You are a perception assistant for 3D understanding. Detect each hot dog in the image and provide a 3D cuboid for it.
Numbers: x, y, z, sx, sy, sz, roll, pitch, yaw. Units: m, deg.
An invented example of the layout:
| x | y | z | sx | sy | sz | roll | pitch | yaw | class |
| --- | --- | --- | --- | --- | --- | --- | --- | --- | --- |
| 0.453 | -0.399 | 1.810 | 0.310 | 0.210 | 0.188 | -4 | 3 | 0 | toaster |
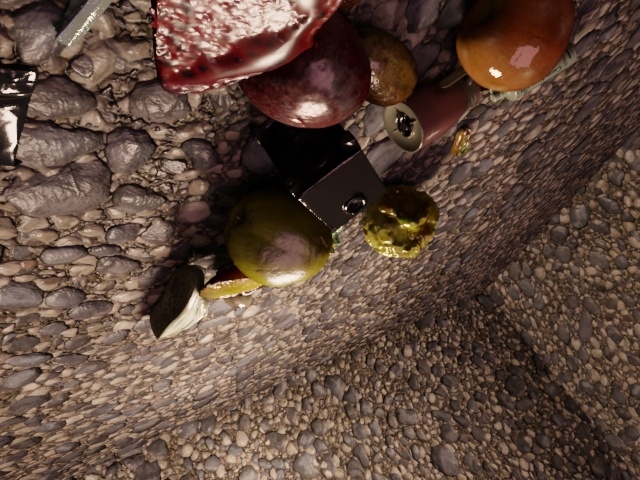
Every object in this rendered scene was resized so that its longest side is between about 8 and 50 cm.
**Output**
| x | y | z | sx | sy | sz | roll | pitch | yaw | class |
| --- | --- | --- | --- | --- | --- | --- | --- | --- | --- |
| 0.475 | -0.327 | 1.511 | 0.057 | 0.041 | 0.133 | -24 | 151 | -15 | hot dog |

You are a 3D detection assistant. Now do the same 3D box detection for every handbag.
| x | y | z | sx | sy | sz | roll | pitch | yaw | class |
| --- | --- | --- | --- | --- | --- | --- | --- | --- | --- |
| -0.555 | -0.188 | 0.633 | 0.255 | 0.088 | 0.211 | -4 | 147 | -44 | handbag |

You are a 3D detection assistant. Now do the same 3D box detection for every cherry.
| x | y | z | sx | sy | sz | roll | pitch | yaw | class |
| --- | --- | --- | --- | --- | --- | --- | --- | --- | --- |
| -0.023 | -0.312 | 0.822 | 0.230 | 0.202 | 0.301 | -22 | 155 | 38 | cherry |

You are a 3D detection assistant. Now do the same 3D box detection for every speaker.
| x | y | z | sx | sy | sz | roll | pitch | yaw | class |
| --- | --- | --- | --- | --- | --- | --- | --- | --- | --- |
| -0.001 | -0.182 | 1.055 | 0.184 | 0.232 | 0.254 | -38 | 153 | 8 | speaker |

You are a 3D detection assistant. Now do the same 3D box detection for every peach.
| x | y | z | sx | sy | sz | roll | pitch | yaw | class |
| --- | --- | --- | --- | --- | --- | --- | --- | --- | --- |
| -0.256 | 0.113 | 1.285 | 0.189 | 0.068 | 0.279 | -23 | 164 | 10 | peach |

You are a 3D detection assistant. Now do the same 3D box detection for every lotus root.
| x | y | z | sx | sy | sz | roll | pitch | yaw | class |
| --- | --- | --- | --- | --- | --- | --- | --- | --- | --- |
| 0.136 | -0.373 | 1.000 | 0.145 | 0.128 | 0.260 | -31 | 153 | 28 | lotus root |

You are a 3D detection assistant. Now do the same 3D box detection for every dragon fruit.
| x | y | z | sx | sy | sz | roll | pitch | yaw | class |
| --- | --- | --- | --- | --- | --- | --- | --- | --- | --- |
| -0.176 | -0.333 | 0.618 | 0.240 | 0.302 | 0.330 | -34 | 177 | -45 | dragon fruit |

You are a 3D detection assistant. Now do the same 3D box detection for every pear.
| x | y | z | sx | sy | sz | roll | pitch | yaw | class |
| --- | --- | --- | --- | --- | --- | --- | --- | --- | --- |
| -0.105 | -0.009 | 1.199 | 0.269 | 0.269 | 0.321 | -45 | 140 | 22 | pear |

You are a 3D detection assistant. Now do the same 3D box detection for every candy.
| x | y | z | sx | sy | sz | roll | pitch | yaw | class |
| --- | --- | --- | --- | --- | --- | --- | --- | --- | --- |
| -0.267 | 0.143 | 1.506 | 0.084 | 0.077 | 0.287 | -3 | 164 | 9 | candy |

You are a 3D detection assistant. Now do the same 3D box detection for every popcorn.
| x | y | z | sx | sy | sz | roll | pitch | yaw | class |
| --- | --- | --- | --- | --- | --- | --- | --- | --- | --- |
| 0.272 | -0.069 | 1.541 | 0.271 | 0.224 | 0.257 | 11 | 114 | -42 | popcorn |

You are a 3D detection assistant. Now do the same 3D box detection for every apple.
| x | y | z | sx | sy | sz | roll | pitch | yaw | class |
| --- | --- | --- | --- | --- | --- | --- | --- | --- | --- |
| 0.437 | -0.475 | 1.032 | 0.254 | 0.253 | 0.253 | -25 | 152 | -14 | apple |

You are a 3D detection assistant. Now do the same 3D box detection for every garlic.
| x | y | z | sx | sy | sz | roll | pitch | yaw | class |
| --- | --- | --- | --- | --- | --- | --- | --- | --- | --- |
| -0.288 | 0.209 | 1.570 | 0.084 | 0.066 | 0.152 | -27 | 158 | 10 | garlic |

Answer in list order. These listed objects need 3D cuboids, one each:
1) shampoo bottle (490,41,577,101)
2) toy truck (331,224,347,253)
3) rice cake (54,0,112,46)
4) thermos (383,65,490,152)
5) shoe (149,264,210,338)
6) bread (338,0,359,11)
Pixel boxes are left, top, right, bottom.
| x | y | z | sx | sy | sz | roll | pitch | yaw | class |
| --- | --- | --- | --- | --- | --- | --- | --- | --- | --- |
| 0.626 | -0.495 | 1.350 | 0.263 | 0.085 | 0.085 | -33 | 153 | 2 | shampoo bottle |
| -0.003 | 0.000 | 1.457 | 0.129 | 0.135 | 0.259 | -6 | 146 | -39 | toy truck |
| -0.325 | -0.358 | 0.652 | 0.180 | 0.030 | 0.042 | -41 | 157 | 16 | rice cake |
| 0.314 | -0.362 | 1.191 | 0.265 | 0.146 | 0.176 | -33 | 162 | -18 | thermos |
| -0.396 | 0.188 | 1.381 | 0.159 | 0.124 | 0.316 | 3 | 142 | -47 | shoe |
| 0.031 | -0.479 | 0.789 | 0.194 | 0.063 | 0.193 | -26 | 156 | -13 | bread |
